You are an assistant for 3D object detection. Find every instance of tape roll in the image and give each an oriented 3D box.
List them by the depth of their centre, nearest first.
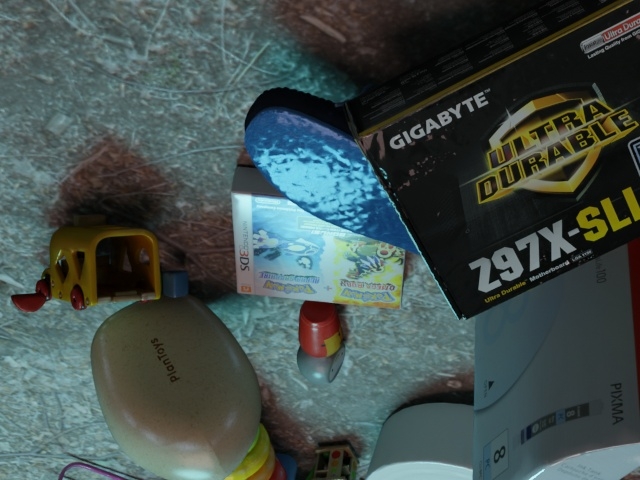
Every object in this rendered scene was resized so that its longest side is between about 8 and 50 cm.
[{"bbox_3d":[0.204,0.346,1.868,0.286,0.100,0.286,13,141,11],"label":"tape roll"}]

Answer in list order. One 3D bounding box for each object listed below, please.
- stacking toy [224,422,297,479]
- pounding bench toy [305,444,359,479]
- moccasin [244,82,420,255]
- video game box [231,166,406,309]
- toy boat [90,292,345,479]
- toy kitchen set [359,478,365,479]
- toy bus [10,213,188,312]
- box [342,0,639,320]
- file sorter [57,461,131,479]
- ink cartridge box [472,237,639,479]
[{"bbox_3d":[-0.138,0.265,1.855,0.165,0.175,0.302,1,127,11],"label":"stacking toy"},{"bbox_3d":[0.007,0.332,1.950,0.083,0.065,0.052,-8,137,19],"label":"pounding bench toy"},{"bbox_3d":[0.065,-0.072,1.437,0.342,0.117,0.137,30,136,-27],"label":"moccasin"},{"bbox_3d":[0.000,0.000,1.584,0.205,0.048,0.187,5,142,5],"label":"video game box"},{"bbox_3d":[-0.114,0.171,1.682,0.318,0.267,0.148,-20,146,-11],"label":"toy boat"},{"bbox_3d":[0.090,0.409,2.017,0.083,0.075,0.068,11,141,4],"label":"toy kitchen set"},{"bbox_3d":[-0.271,0.022,1.612,0.202,0.191,0.104,0,96,9],"label":"toy bus"},{"bbox_3d":[0.221,-0.093,1.315,0.322,0.079,0.257,-26,126,8],"label":"box"},{"bbox_3d":[-0.380,0.504,2.123,0.182,0.202,0.291,24,137,-12],"label":"file sorter"},{"bbox_3d":[0.295,0.098,1.440,0.091,0.308,0.385,22,138,-16],"label":"ink cartridge box"}]
